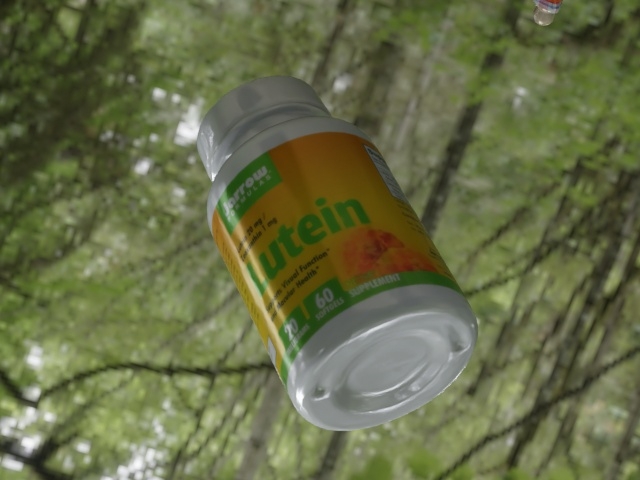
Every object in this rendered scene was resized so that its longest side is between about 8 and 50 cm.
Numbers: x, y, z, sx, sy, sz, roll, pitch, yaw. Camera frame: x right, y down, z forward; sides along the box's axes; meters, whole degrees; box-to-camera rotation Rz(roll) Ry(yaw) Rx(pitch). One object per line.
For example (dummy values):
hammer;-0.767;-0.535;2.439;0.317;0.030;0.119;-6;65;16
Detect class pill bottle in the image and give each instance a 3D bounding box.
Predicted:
pill bottle;0.000;0.000;1.126;0.136;0.136;0.246;6;-138;-38

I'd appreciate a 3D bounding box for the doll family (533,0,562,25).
doll family;0.156;-0.263;0.938;0.118;0.263;0.163;-11;-171;-23
